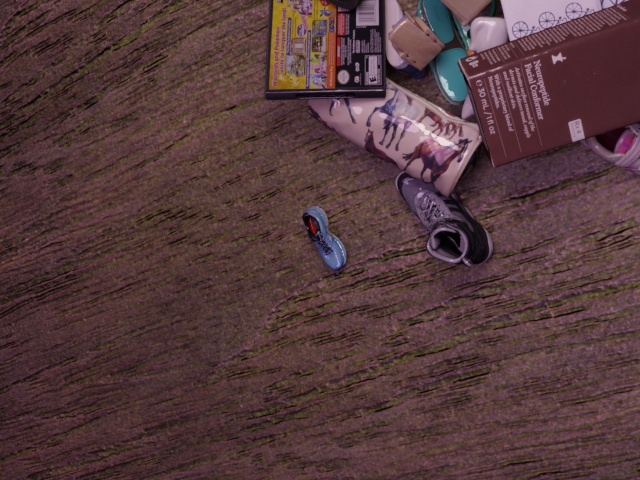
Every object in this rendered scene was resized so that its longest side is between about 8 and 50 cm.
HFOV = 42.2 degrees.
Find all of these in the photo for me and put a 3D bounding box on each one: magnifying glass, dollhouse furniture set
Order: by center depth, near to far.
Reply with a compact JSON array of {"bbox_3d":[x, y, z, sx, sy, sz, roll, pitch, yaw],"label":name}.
[{"bbox_3d":[0.179,-0.561,1.629,0.286,0.198,0.303,-43,49,20],"label":"dollhouse furniture set"},{"bbox_3d":[0.320,-0.424,1.742,0.092,0.026,0.231,4,101,24],"label":"magnifying glass"}]

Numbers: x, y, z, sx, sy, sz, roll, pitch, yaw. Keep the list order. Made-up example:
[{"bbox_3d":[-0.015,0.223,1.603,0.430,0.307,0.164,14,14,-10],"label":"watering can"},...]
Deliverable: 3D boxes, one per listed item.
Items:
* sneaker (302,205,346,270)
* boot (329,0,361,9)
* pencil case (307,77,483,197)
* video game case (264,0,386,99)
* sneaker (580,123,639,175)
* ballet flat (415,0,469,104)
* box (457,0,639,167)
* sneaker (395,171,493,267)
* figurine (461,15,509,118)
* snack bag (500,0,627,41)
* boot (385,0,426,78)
[{"bbox_3d":[0.000,0.000,1.928,0.063,0.073,0.162,-32,84,25],"label":"sneaker"},{"bbox_3d":[0.031,-0.574,1.763,0.198,0.137,0.077,34,150,13],"label":"boot"},{"bbox_3d":[0.164,-0.256,1.763,0.410,0.160,0.183,33,133,17],"label":"pencil case"},{"bbox_3d":[0.012,-0.419,1.744,0.248,0.035,0.275,0,67,4],"label":"video game case"},{"bbox_3d":[0.608,-0.174,1.599,0.252,0.111,0.103,25,108,19],"label":"sneaker"},{"bbox_3d":[0.260,-0.393,1.742,0.083,0.087,0.247,-15,82,-6],"label":"ballet flat"},{"bbox_3d":[0.465,-0.291,1.514,0.381,0.143,0.191,-19,115,10],"label":"box"},{"bbox_3d":[0.249,-0.049,1.760,0.268,0.153,0.101,47,114,11],"label":"sneaker"},{"bbox_3d":[0.387,-0.333,1.654,0.214,0.092,0.209,2,107,-8],"label":"figurine"},{"bbox_3d":[0.519,-0.420,1.541,0.342,0.037,0.323,-16,116,11],"label":"snack bag"},{"bbox_3d":[0.174,-0.434,1.790,0.069,0.086,0.190,-27,58,33],"label":"boot"}]
